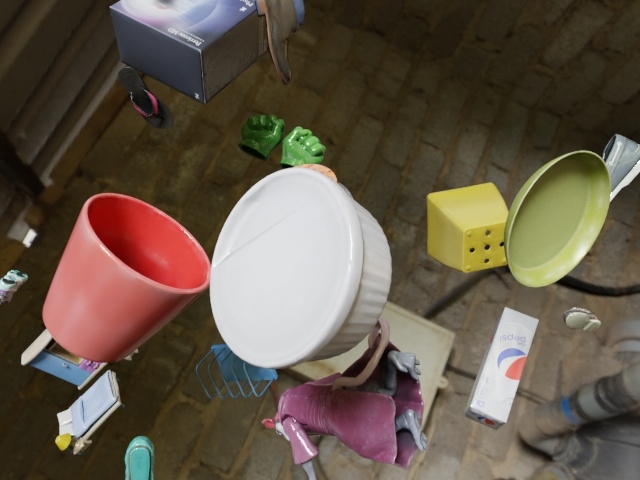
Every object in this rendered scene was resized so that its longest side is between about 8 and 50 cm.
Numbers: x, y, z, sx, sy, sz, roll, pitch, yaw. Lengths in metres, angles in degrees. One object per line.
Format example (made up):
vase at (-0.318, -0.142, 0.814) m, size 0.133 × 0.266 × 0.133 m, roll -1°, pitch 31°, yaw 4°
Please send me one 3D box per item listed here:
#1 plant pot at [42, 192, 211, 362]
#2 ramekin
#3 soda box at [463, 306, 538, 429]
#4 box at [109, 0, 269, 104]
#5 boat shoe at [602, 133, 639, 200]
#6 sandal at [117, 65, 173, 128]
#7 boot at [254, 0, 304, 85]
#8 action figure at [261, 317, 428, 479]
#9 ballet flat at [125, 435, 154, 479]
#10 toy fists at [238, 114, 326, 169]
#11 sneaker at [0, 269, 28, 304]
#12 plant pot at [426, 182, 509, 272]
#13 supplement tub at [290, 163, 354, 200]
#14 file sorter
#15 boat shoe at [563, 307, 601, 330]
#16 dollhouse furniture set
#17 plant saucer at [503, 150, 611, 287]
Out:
plant pot at (-0.388, 0.085, 1.140) m, size 0.243 × 0.275 × 0.275 m, roll -50°, pitch 5°, yaw 19°
ramekin at (-0.022, 0.044, 0.826) m, size 0.127 × 0.273 × 0.272 m, roll 19°, pitch -82°, yaw -47°
soda box at (0.454, 0.318, 1.476) m, size 0.098 × 0.091 × 0.286 m, roll 86°, pitch -151°, yaw -61°
box at (-0.336, -0.559, 1.566) m, size 0.294 × 0.296 × 0.182 m, roll -52°, pitch -17°, yaw -32°
boat shoe at (0.662, -0.123, 1.451) m, size 0.319 × 0.099 × 0.116 m, roll -48°, pitch 0°, yaw 4°
sandal at (-0.436, -0.344, 1.455) m, size 0.067 × 0.179 × 0.040 m, roll -30°, pitch 30°, yaw 11°
boot at (-0.071, -0.459, 1.298) m, size 0.082 × 0.106 × 0.219 m, roll -110°, pitch 3°, yaw -65°
action figure at (0.018, 0.341, 1.161) m, size 0.370 × 0.275 × 0.248 m, roll -14°, pitch 34°, yaw 31°
ballet flat at (-0.457, 0.608, 1.492) m, size 0.087 × 0.083 × 0.247 m, roll -127°, pitch 43°, yaw -74°
toy fists at (-0.120, -0.314, 1.876) m, size 0.096 × 0.279 × 0.142 m, roll 90°, pitch -155°, yaw -73°
sneaker at (-0.654, 0.104, 1.233) m, size 0.069 × 0.038 × 0.098 m, roll -61°, pitch 7°, yaw 9°
plant pot at (0.443, -0.023, 1.706) m, size 0.187 × 0.212 × 0.212 m, roll -116°, pitch 17°, yaw -61°
supplement tub at (0.000, 0.000, 1.273) m, size 0.316 × 0.194 × 0.193 m, roll 69°, pitch -145°, yaw -45°
file sorter at (-0.224, 0.350, 1.562) m, size 0.104 × 0.170 × 0.118 m, roll -49°, pitch -58°, yaw -55°
boat shoe at (0.584, 0.173, 1.329) m, size 0.049 × 0.137 × 0.043 m, roll -50°, pitch 44°, yaw 27°
dollhouse furniture set at (-0.652, 0.370, 1.605) m, size 0.286 × 0.198 × 0.303 m, roll -45°, pitch 39°, yaw 6°
plant saucer at (0.387, -0.037, 0.978) m, size 0.037 × 0.241 × 0.240 m, roll 39°, pitch 108°, yaw 50°
